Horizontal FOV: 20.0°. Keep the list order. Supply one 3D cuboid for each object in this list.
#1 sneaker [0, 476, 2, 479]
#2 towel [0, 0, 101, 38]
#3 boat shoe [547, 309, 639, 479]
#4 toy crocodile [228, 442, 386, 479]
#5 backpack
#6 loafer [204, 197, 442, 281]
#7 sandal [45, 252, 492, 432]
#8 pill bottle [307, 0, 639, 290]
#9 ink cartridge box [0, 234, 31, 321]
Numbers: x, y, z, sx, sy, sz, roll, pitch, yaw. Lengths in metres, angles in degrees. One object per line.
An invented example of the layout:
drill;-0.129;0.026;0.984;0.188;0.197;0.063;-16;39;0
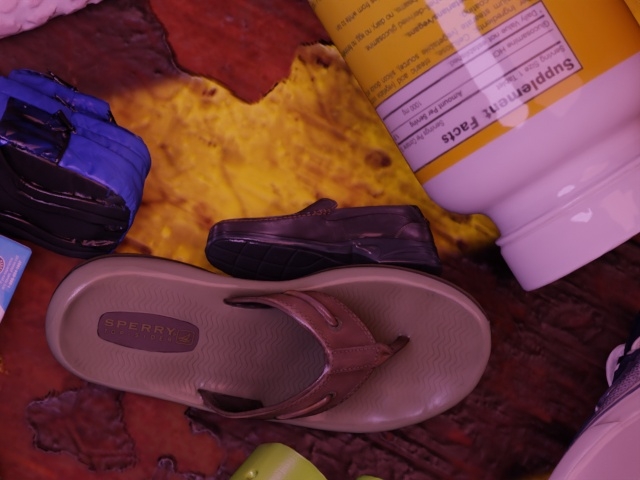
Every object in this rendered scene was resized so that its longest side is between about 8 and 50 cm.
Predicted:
sneaker;-0.290;0.147;1.133;0.153;0.099;0.282;-15;104;2
towel;-0.328;-0.261;1.227;0.331;0.053;0.317;-23;87;-19
boat shoe;0.245;0.123;1.272;0.340;0.158;0.127;-41;101;-17
toy crocodile;0.078;0.255;1.229;0.340;0.105;0.115;33;71;-13
backpack;-0.173;-0.052;1.207;0.120;0.098;0.101;25;53;-9
loafer;0.000;0.000;1.277;0.170;0.062;0.061;7;55;-20
sandal;-0.031;0.078;1.212;0.302;0.086;0.120;3;105;-12
pill bottle;0.116;-0.142;1.267;0.188;0.188;0.334;-31;90;-20
ink cartridge box;-0.264;0.024;1.188;0.122;0.052;0.089;26;72;-12
